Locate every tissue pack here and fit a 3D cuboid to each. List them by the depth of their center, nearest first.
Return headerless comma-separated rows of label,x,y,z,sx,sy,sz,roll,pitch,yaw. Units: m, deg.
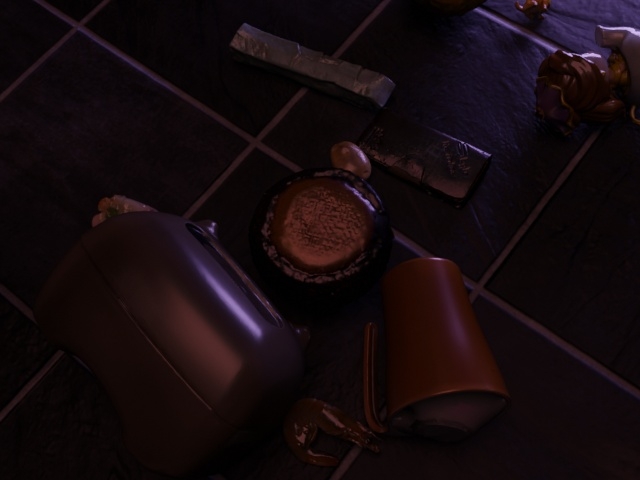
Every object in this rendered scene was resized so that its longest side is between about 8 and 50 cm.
tissue pack,-0.210,0.137,1.174,0.277,0.267,0.387,-47,69,6

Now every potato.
potato,0.052,-0.138,1.407,0.068,0.062,0.083,-24,92,-35

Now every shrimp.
shrimp,0.014,0.306,1.208,0.162,0.045,0.095,25,70,15

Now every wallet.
wallet,0.183,-0.155,1.417,0.232,0.031,0.122,29,69,18

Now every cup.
cup,0.157,0.175,1.204,0.226,0.182,0.264,-28,52,28

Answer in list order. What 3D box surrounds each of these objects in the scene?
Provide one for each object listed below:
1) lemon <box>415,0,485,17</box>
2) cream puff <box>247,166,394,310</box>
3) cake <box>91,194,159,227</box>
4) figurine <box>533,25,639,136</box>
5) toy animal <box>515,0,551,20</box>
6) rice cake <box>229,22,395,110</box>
lemon,0.252,-0.541,1.501,0.204,0.204,0.260,5,68,9
cream puff,0.000,0.000,1.289,0.238,0.165,0.239,-1,66,2
cake,-0.360,0.027,1.362,0.109,0.090,0.226,20,70,9
figurine,0.497,-0.282,1.385,0.263,0.142,0.190,-16,87,-1
toy animal,0.423,-0.476,1.531,0.081,0.060,0.083,10,75,10
rice cake,-0.018,-0.330,1.508,0.336,0.063,0.066,23,76,15
